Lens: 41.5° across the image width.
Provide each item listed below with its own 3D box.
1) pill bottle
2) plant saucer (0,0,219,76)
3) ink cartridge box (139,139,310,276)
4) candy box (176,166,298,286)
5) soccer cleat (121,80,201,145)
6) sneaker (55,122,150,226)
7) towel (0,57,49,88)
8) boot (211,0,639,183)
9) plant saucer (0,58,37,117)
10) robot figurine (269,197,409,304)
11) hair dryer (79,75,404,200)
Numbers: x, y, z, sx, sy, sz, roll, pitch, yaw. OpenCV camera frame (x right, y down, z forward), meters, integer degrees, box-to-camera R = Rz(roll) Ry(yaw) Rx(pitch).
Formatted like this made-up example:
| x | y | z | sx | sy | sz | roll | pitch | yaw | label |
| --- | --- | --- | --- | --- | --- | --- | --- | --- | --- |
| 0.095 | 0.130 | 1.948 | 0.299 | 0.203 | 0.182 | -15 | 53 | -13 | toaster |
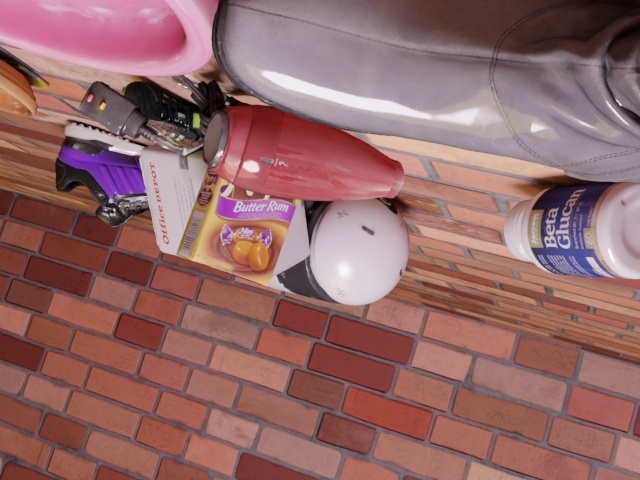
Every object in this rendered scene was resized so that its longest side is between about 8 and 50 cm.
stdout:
| x | y | z | sx | sy | sz | roll | pitch | yaw | label |
| --- | --- | --- | --- | --- | --- | --- | --- | --- | --- |
| 0.265 | -0.010 | 0.856 | 0.094 | 0.094 | 0.169 | 21 | 171 | -23 | pill bottle |
| -0.215 | -0.211 | 0.540 | 0.332 | 0.084 | 0.332 | 17 | 172 | 3 | plant saucer |
| -0.132 | -0.053 | 1.153 | 0.219 | 0.160 | 0.093 | 13 | -152 | 39 | ink cartridge box |
| -0.086 | -0.051 | 1.003 | 0.109 | 0.186 | 0.053 | 21 | 174 | -33 | candy box |
| -0.180 | -0.151 | 1.020 | 0.072 | 0.060 | 0.179 | 5 | 176 | 16 | soccer cleat |
| -0.304 | -0.084 | 1.413 | 0.293 | 0.146 | 0.102 | 18 | 173 | -2 | sneaker |
| -0.408 | -0.226 | 1.139 | 0.060 | 0.009 | 0.083 | 17 | 173 | 11 | towel |
| 0.122 | -0.087 | 0.405 | 0.338 | 0.118 | 0.223 | 7 | -170 | -11 | boot |
| -0.461 | -0.225 | 1.104 | 0.200 | 0.037 | 0.200 | 23 | 169 | 5 | plant saucer |
| 0.002 | -0.001 | 1.252 | 0.209 | 0.173 | 0.278 | -8 | -168 | -42 | robot figurine |
| -0.056 | -0.113 | 0.812 | 0.294 | 0.080 | 0.223 | 27 | -154 | 10 | hair dryer |
